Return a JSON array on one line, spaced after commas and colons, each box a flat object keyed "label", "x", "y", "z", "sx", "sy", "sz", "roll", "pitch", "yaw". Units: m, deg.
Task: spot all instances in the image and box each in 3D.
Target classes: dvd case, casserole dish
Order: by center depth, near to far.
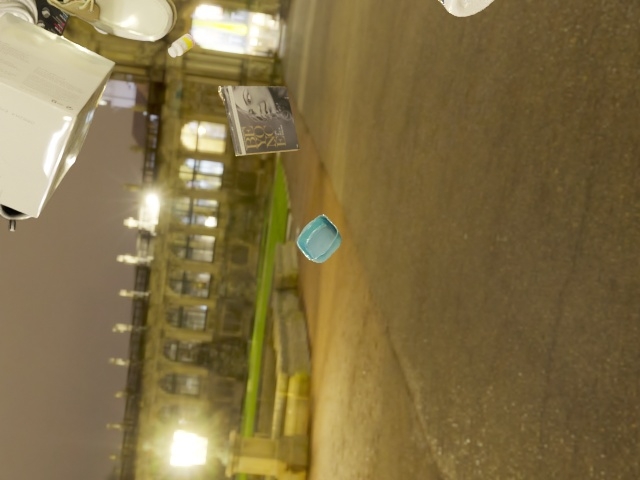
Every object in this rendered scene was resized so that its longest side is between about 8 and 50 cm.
[{"label": "dvd case", "x": -0.142, "y": -0.295, "z": 1.883, "sx": 0.018, "sy": 0.221, "sz": 0.165, "roll": -11, "pitch": 91, "yaw": 40}, {"label": "casserole dish", "x": 0.000, "y": 0.000, "z": 2.091, "sx": 0.114, "sy": 0.037, "sz": 0.188, "roll": -46, "pitch": 29, "yaw": 2}]

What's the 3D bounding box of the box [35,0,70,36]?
[{"label": "box", "x": -0.747, "y": -0.600, "z": 1.967, "sx": 0.143, "sy": 0.165, "sz": 0.270, "roll": 46, "pitch": -127, "yaw": -61}]

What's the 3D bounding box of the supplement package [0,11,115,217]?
[{"label": "supplement package", "x": -0.487, "y": -0.210, "z": 1.258, "sx": 0.198, "sy": 0.199, "sz": 0.263, "roll": -59, "pitch": 15, "yaw": 26}]

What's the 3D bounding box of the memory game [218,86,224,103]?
[{"label": "memory game", "x": -0.226, "y": -0.342, "z": 2.115, "sx": 0.186, "sy": 0.012, "sz": 0.186, "roll": 56, "pitch": -172, "yaw": -12}]

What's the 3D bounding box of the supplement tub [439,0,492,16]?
[{"label": "supplement tub", "x": 0.396, "y": -0.858, "z": 2.326, "sx": 0.316, "sy": 0.228, "sz": 0.228, "roll": 56, "pitch": 156, "yaw": 23}]

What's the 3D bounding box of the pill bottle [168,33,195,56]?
[{"label": "pill bottle", "x": -0.426, "y": -0.594, "z": 2.358, "sx": 0.083, "sy": 0.043, "sz": 0.043, "roll": -46, "pitch": -16, "yaw": -32}]

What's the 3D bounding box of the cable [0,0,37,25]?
[{"label": "cable", "x": -0.712, "y": -0.446, "z": 1.622, "sx": 0.257, "sy": 0.089, "sz": 0.257, "roll": -40, "pitch": -9, "yaw": -43}]

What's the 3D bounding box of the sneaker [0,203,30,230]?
[{"label": "sneaker", "x": -0.590, "y": -0.146, "z": 1.550, "sx": 0.269, "sy": 0.101, "sz": 0.153, "roll": -63, "pitch": 32, "yaw": 29}]

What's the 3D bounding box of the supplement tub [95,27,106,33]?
[{"label": "supplement tub", "x": -0.528, "y": -0.580, "z": 1.973, "sx": 0.107, "sy": 0.071, "sz": 0.071, "roll": -51, "pitch": -19, "yaw": -43}]

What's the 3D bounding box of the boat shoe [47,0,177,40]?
[{"label": "boat shoe", "x": -0.385, "y": -0.408, "z": 1.254, "sx": 0.103, "sy": 0.302, "sz": 0.113, "roll": -104, "pitch": 36, "yaw": -70}]
